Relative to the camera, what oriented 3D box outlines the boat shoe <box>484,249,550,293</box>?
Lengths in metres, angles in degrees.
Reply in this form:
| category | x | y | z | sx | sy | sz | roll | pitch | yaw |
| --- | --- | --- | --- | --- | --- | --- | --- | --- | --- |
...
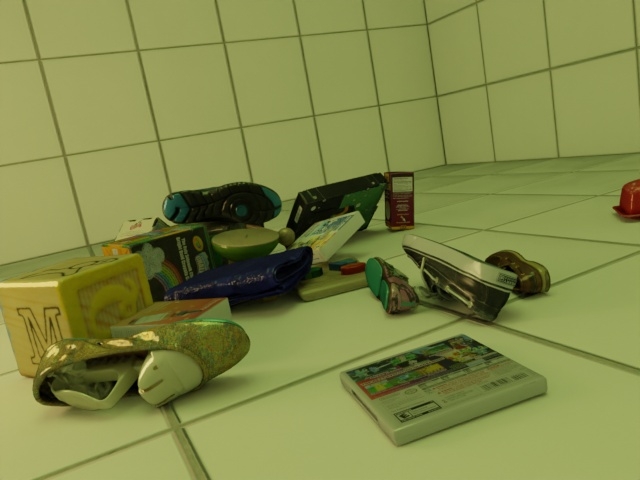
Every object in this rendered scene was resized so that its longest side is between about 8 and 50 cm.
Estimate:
| category | x | y | z | sx | sy | sz | roll | pitch | yaw |
| --- | --- | --- | --- | --- | --- | --- | --- | --- | --- |
| boat shoe | 0.359 | 0.059 | 1.022 | 0.060 | 0.064 | 0.178 | -10 | 13 | -11 |

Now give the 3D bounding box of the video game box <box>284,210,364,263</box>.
| category | x | y | z | sx | sy | sz | roll | pitch | yaw |
| --- | --- | --- | --- | --- | --- | --- | --- | --- | --- |
| video game box | 0.000 | 0.000 | 1.514 | 0.187 | 0.048 | 0.205 | -17 | 20 | 46 |

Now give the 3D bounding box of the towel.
| category | x | y | z | sx | sy | sz | roll | pitch | yaw |
| --- | --- | --- | --- | --- | --- | --- | --- | --- | --- |
| towel | -0.182 | 0.098 | 1.248 | 0.308 | 0.076 | 0.227 | -13 | 7 | 23 |

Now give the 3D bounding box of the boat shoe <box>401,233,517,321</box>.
| category | x | y | z | sx | sy | sz | roll | pitch | yaw |
| --- | --- | --- | --- | --- | --- | --- | --- | --- | --- |
| boat shoe | 0.235 | 0.066 | 0.996 | 0.113 | 0.105 | 0.306 | 18 | 6 | -29 |

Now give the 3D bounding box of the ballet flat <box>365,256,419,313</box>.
| category | x | y | z | sx | sy | sz | roll | pitch | yaw |
| --- | --- | --- | --- | --- | --- | --- | --- | --- | --- |
| ballet flat | 0.146 | 0.091 | 1.075 | 0.079 | 0.077 | 0.221 | 7 | 13 | -8 |

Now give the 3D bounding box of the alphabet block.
| category | x | y | z | sx | sy | sz | roll | pitch | yaw |
| --- | --- | --- | --- | --- | --- | --- | --- | --- | --- |
| alphabet block | -0.457 | 0.141 | 1.028 | 0.197 | 0.193 | 0.192 | -4 | 13 | 31 |

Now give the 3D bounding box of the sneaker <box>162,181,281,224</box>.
| category | x | y | z | sx | sy | sz | roll | pitch | yaw |
| --- | --- | --- | --- | --- | --- | --- | --- | --- | --- |
| sneaker | -0.287 | -0.114 | 1.592 | 0.341 | 0.125 | 0.139 | 0 | 7 | -9 |

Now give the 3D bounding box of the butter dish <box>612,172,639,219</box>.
| category | x | y | z | sx | sy | sz | roll | pitch | yaw |
| --- | --- | --- | --- | --- | --- | --- | --- | --- | --- |
| butter dish | 0.848 | -0.125 | 1.386 | 0.160 | 0.118 | 0.160 | -7 | 10 | 19 |

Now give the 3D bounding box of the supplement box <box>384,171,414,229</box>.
| category | x | y | z | sx | sy | sz | roll | pitch | yaw |
| --- | --- | --- | --- | --- | --- | --- | --- | --- | --- |
| supplement box | 0.264 | -0.136 | 1.807 | 0.081 | 0.188 | 0.104 | -4 | 10 | -6 |

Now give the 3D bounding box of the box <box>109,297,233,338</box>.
| category | x | y | z | sx | sy | sz | roll | pitch | yaw |
| --- | --- | --- | --- | --- | --- | --- | --- | --- | --- |
| box | -0.260 | 0.169 | 0.965 | 0.170 | 0.091 | 0.130 | -6 | 11 | 22 |

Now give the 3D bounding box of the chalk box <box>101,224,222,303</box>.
| category | x | y | z | sx | sy | sz | roll | pitch | yaw |
| --- | --- | --- | --- | --- | --- | --- | --- | --- | --- |
| chalk box | -0.404 | 0.060 | 1.457 | 0.289 | 0.180 | 0.179 | -18 | 13 | -42 |

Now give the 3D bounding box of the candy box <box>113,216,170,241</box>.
| category | x | y | z | sx | sy | sz | roll | pitch | yaw |
| --- | --- | --- | --- | --- | --- | --- | --- | --- | --- |
| candy box | -0.552 | 0.049 | 1.580 | 0.159 | 0.071 | 0.233 | -3 | 57 | 33 |

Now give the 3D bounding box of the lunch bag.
| category | x | y | z | sx | sy | sz | roll | pitch | yaw |
| --- | --- | --- | --- | --- | --- | --- | --- | --- | --- |
| lunch bag | -0.331 | -0.002 | 1.745 | 0.235 | 0.169 | 0.287 | -5 | 16 | 18 |

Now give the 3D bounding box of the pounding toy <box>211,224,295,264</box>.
| category | x | y | z | sx | sy | sz | roll | pitch | yaw |
| --- | --- | --- | --- | --- | --- | --- | --- | --- | --- |
| pounding toy | -0.189 | 0.034 | 1.482 | 0.183 | 0.110 | 0.237 | 6 | 17 | 25 |

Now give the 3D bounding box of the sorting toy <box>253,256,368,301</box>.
| category | x | y | z | sx | sy | sz | roll | pitch | yaw |
| --- | --- | --- | --- | --- | --- | --- | --- | --- | --- |
| sorting toy | -0.019 | 0.091 | 1.286 | 0.307 | 0.041 | 0.229 | -13 | 11 | -14 |

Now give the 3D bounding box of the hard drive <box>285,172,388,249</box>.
| category | x | y | z | sx | sy | sz | roll | pitch | yaw |
| --- | --- | --- | --- | --- | --- | --- | --- | --- | --- |
| hard drive | 0.048 | -0.095 | 1.763 | 0.339 | 0.237 | 0.064 | -17 | 57 | -32 |

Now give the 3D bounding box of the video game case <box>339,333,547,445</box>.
| category | x | y | z | sx | sy | sz | roll | pitch | yaw |
| --- | --- | --- | --- | --- | --- | --- | --- | --- | --- |
| video game case | 0.147 | 0.181 | 0.690 | 0.201 | 0.023 | 0.183 | -14 | 11 | -15 |

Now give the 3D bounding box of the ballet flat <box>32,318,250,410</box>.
| category | x | y | z | sx | sy | sz | roll | pitch | yaw |
| --- | --- | --- | --- | --- | --- | --- | --- | --- | --- |
| ballet flat | -0.277 | 0.199 | 0.812 | 0.348 | 0.123 | 0.123 | -7 | 11 | 12 |
